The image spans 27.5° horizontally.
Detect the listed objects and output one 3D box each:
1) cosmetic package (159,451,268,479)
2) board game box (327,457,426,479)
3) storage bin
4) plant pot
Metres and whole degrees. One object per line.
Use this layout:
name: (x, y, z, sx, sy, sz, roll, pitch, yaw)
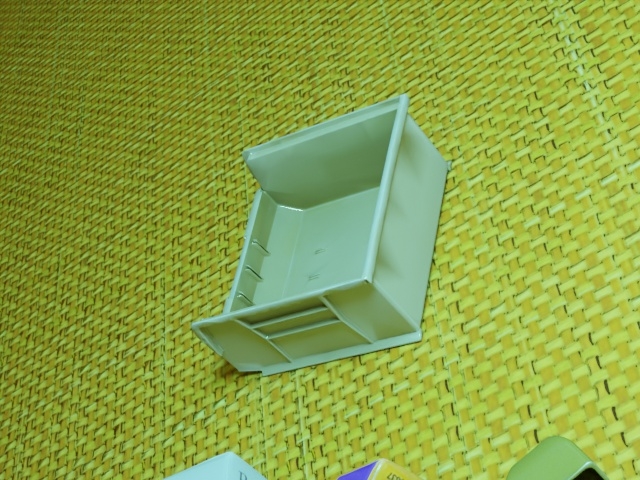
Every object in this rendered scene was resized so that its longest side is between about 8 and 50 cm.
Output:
cosmetic package: (-0.081, 0.403, 1.104, 0.156, 0.217, 0.385, -25, 42, 26)
board game box: (0.053, 0.388, 0.755, 0.356, 0.356, 0.356, -64, 9, -25)
storage bin: (0.000, 0.000, 1.499, 0.260, 0.123, 0.262, -16, 45, 33)
plant pot: (0.207, 0.216, 1.125, 0.081, 0.081, 0.083, -41, 26, 6)
